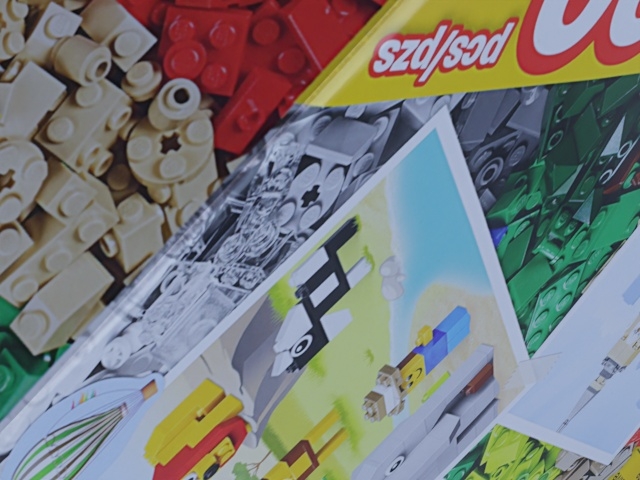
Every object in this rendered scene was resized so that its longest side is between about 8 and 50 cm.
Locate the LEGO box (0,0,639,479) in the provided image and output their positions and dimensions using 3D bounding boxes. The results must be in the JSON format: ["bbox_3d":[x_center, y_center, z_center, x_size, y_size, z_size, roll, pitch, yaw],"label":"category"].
[{"bbox_3d":[0.000,0.000,0.684,0.372,0.193,0.500,-48,154,-2],"label":"LEGO box"}]
